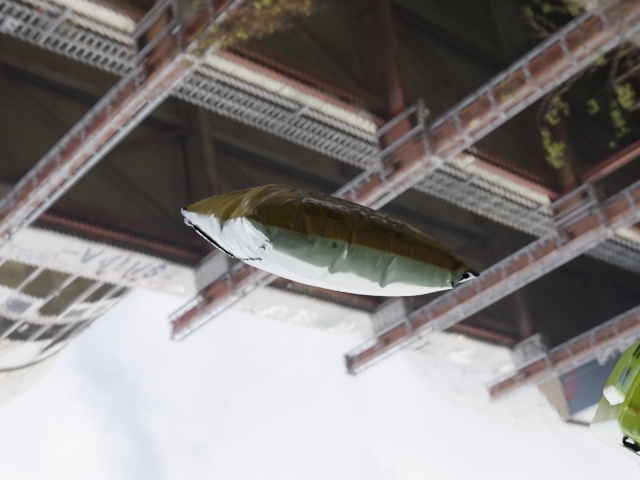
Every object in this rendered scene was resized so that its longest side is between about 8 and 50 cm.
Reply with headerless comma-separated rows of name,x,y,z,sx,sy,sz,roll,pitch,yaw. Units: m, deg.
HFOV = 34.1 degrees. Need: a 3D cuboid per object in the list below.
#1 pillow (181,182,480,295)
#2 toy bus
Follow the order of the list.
pillow,0.000,0.000,1.363,0.310,0.312,0.119,17,-92,-22
toy bus,0.334,0.156,0.951,0.150,0.128,0.262,30,175,13
